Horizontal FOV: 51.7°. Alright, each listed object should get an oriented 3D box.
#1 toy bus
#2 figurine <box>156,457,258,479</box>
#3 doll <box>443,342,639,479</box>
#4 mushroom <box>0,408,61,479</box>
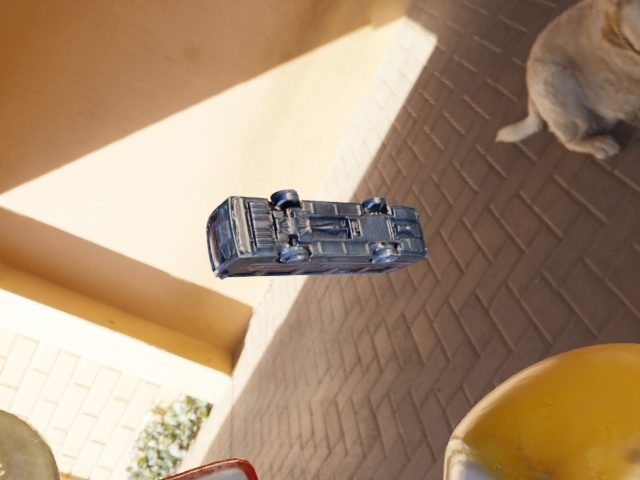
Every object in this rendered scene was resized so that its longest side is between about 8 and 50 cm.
[{"bbox_3d":[0.000,0.000,0.462,0.065,0.165,0.047,-31,65,50],"label":"toy bus"},{"bbox_3d":[-0.076,0.250,0.360,0.226,0.183,0.160,-178,76,-67],"label":"figurine"},{"bbox_3d":[0.165,0.175,0.351,0.236,0.213,0.213,89,-174,-48],"label":"doll"},{"bbox_3d":[-0.344,0.225,0.609,0.206,0.206,0.209,-125,51,-69],"label":"mushroom"}]
